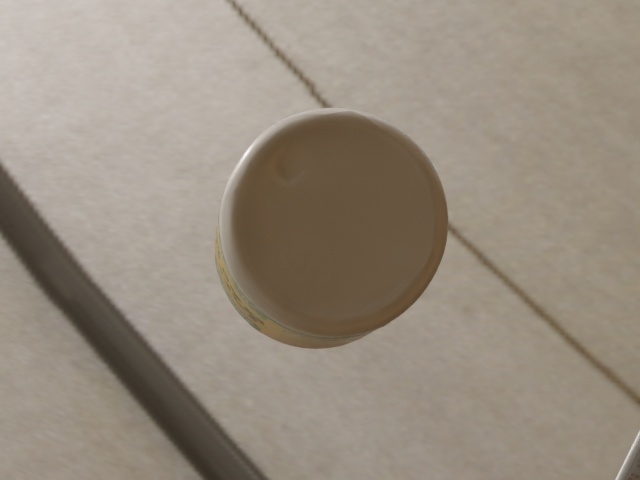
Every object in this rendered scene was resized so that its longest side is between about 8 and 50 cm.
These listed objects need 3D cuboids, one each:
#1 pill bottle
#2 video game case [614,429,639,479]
[{"bbox_3d":[0.000,0.000,1.030,0.117,0.208,0.117,0,-95,-4],"label":"pill bottle"},{"bbox_3d":[0.267,0.221,1.129,0.206,0.227,0.026,-61,-24,-13],"label":"video game case"}]
